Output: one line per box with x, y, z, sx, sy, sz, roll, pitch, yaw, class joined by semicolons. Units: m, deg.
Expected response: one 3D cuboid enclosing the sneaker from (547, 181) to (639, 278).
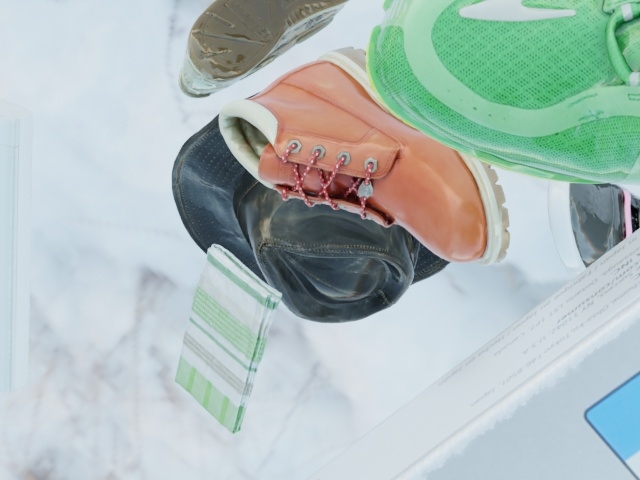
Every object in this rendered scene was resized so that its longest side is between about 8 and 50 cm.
0.305;-0.004;1.557;0.146;0.105;0.295;-5;159;30;sneaker

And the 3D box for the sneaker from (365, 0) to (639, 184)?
0.159;-0.059;0.620;0.295;0.123;0.109;12;91;13;sneaker

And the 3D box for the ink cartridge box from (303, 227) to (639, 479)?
0.110;0.155;0.581;0.296;0.066;0.261;-39;101;17;ink cartridge box

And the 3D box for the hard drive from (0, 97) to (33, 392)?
-0.381;-0.016;1.831;0.203;0.040;0.308;22;120;28;hard drive

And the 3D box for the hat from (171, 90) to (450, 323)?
0.000;0.000;1.835;0.331;0.134;0.331;2;139;2;hat

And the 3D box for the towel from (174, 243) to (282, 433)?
-0.090;0.094;1.715;0.113;0.023;0.152;39;121;44;towel

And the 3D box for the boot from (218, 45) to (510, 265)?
0.018;-0.030;0.821;0.158;0.084;0.059;41;140;41;boot

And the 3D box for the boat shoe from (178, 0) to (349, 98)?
-0.047;-0.255;1.911;0.104;0.285;0.089;50;151;2;boat shoe
